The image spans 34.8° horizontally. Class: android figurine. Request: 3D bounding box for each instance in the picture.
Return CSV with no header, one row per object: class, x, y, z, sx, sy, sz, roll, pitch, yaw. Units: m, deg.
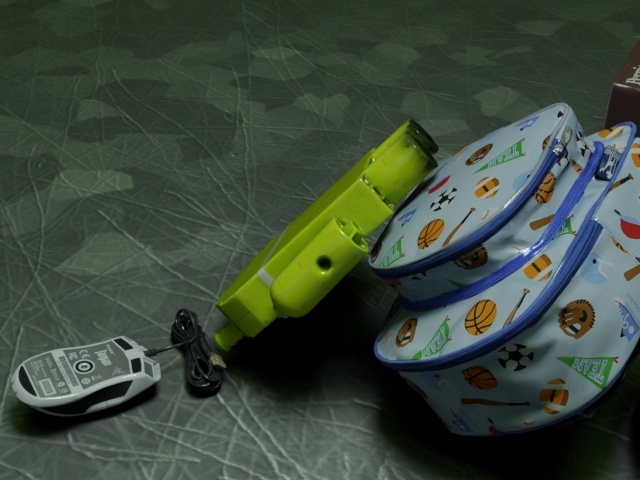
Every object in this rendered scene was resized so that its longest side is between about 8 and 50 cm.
android figurine,0.000,0.000,0.956,0.056,0.273,0.248,45,14,-6

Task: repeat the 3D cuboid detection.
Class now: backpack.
backpack,0.170,0.032,0.867,0.213,0.276,0.263,37,54,-15

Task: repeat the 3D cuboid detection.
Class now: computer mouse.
computer mouse,-0.187,0.121,0.939,0.193,0.042,0.106,-12,40,-27

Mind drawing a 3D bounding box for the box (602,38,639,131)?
box,0.551,-0.132,1.239,0.381,0.143,0.191,14,36,22
